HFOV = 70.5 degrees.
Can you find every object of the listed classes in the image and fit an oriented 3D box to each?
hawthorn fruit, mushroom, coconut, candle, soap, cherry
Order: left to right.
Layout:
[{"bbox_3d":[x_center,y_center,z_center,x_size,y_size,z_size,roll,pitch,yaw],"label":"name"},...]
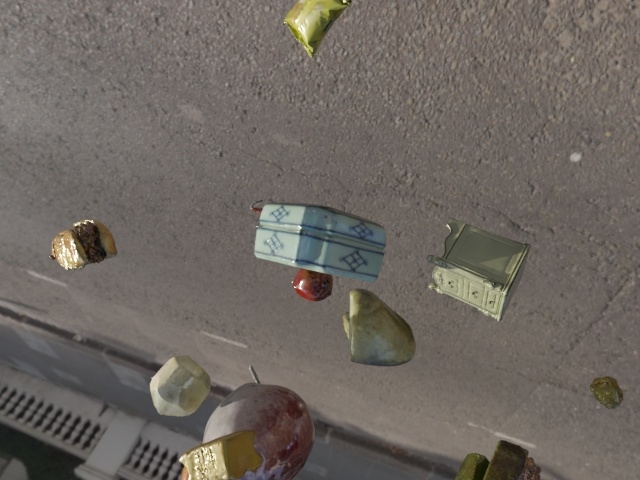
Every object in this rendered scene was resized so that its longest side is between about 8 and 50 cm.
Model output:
[{"bbox_3d":[-0.408,0.424,1.305,0.161,0.162,0.161,36,154,21],"label":"coconut"},{"bbox_3d":[-0.212,0.465,0.968,0.160,0.080,0.257,-15,162,-19],"label":"soap"},{"bbox_3d":[-0.192,0.566,1.283,0.326,0.335,0.291,-12,102,38],"label":"cherry"},{"bbox_3d":[-0.124,-0.078,1.306,0.162,0.053,0.048,14,106,-26],"label":"candle"},{"bbox_3d":[-0.038,0.154,1.691,0.172,0.148,0.148,2,138,38],"label":"hawthorn fruit"},{"bbox_3d":[0.189,0.256,1.407,0.217,0.212,0.292,1,179,-2],"label":"mushroom"}]

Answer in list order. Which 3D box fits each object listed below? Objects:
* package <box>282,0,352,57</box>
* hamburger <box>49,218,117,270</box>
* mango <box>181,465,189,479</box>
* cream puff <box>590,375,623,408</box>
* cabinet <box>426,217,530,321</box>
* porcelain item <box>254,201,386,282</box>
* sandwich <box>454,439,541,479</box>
[{"bbox_3d":[-0.014,-0.680,1.342,0.226,0.090,0.168,-40,82,38],"label":"package"},{"bbox_3d":[-0.855,0.017,1.633,0.282,0.155,0.245,43,126,25],"label":"hamburger"},{"bbox_3d":[-0.393,0.804,1.471,0.102,0.217,0.141,-10,156,-6],"label":"mango"},{"bbox_3d":[0.759,0.400,1.192,0.083,0.083,0.058,10,160,-23],"label":"cream puff"},{"bbox_3d":[0.612,0.116,1.793,0.318,0.227,0.290,24,159,26],"label":"cabinet"},{"bbox_3d":[0.000,0.000,1.134,0.285,0.157,0.281,14,178,-38],"label":"porcelain item"},{"bbox_3d":[0.428,0.594,1.119,0.162,0.250,0.301,21,177,39],"label":"sandwich"}]
